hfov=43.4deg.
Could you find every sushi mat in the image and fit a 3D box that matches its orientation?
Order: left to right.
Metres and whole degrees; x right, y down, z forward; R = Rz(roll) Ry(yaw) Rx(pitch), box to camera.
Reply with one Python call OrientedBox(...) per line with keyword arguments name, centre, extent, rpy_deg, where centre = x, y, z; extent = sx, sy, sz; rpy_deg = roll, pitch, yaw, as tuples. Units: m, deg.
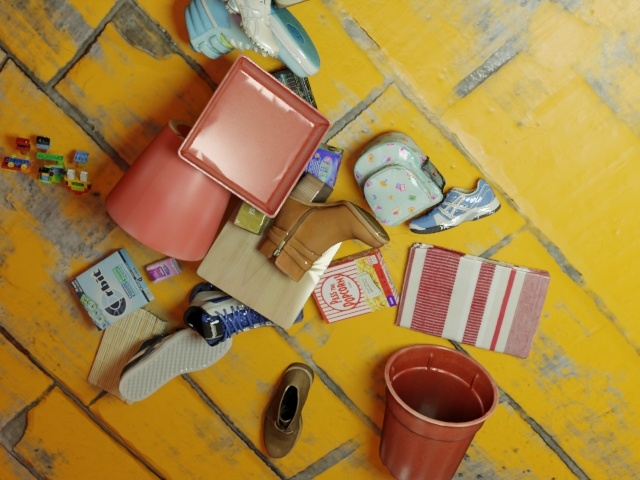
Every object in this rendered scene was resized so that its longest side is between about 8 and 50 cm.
OrientedBox(name="sushi mat", centre=(-0.534, 0.305, 2.214), extent=(0.151, 0.019, 0.317), rpy_deg=(27, 117, 3))

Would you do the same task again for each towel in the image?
OrientedBox(name="towel", centre=(0.358, 0.143, 1.914), extent=(0.328, 0.037, 0.237), rpy_deg=(13, 117, 10))

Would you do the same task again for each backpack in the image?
OrientedBox(name="backpack", centre=(0.165, -0.138, 1.781), extent=(0.165, 0.144, 0.188), rpy_deg=(-29, 101, 29))

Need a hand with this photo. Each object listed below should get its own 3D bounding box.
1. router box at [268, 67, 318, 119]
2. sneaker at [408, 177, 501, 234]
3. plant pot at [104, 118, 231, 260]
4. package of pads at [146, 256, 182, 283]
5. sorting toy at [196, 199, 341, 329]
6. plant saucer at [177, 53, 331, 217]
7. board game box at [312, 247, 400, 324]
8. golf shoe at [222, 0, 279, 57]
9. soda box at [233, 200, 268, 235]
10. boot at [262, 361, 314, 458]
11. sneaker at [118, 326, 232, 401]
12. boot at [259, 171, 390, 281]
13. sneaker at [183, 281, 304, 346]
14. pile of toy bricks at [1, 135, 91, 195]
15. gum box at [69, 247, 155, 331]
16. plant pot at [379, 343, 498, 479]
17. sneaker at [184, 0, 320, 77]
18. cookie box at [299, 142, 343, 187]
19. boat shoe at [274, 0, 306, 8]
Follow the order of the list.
OrientedBox(name="router box", centre=(-0.066, -0.327, 1.812), extent=(0.092, 0.038, 0.123), rpy_deg=(-13, 109, 18))
OrientedBox(name="sneaker", centre=(0.295, -0.074, 1.817), extent=(0.211, 0.080, 0.081), rpy_deg=(-21, 100, 11))
OrientedBox(name="plant pot", centre=(-0.320, -0.126, 1.852), extent=(0.275, 0.275, 0.243), rpy_deg=(34, 105, -2))
OrientedBox(name="package of pads", centre=(-0.402, 0.073, 2.073), extent=(0.083, 0.032, 0.050), rpy_deg=(-20, 104, 21))
OrientedBox(name="sorting toy", centre=(-0.115, 0.037, 1.910), extent=(0.255, 0.089, 0.257), rpy_deg=(31, 87, 4))
OrientedBox(name="plant saucer", centre=(-0.143, -0.223, 1.745), extent=(0.259, 0.047, 0.258), rpy_deg=(34, 83, -22))
OrientedBox(name="board game box", centre=(0.078, 0.111, 1.962), extent=(0.193, 0.045, 0.147), rpy_deg=(-18, 107, 20))
OrientedBox(name="golf shoe", centre=(-0.125, -0.456, 1.627), extent=(0.086, 0.069, 0.176), rpy_deg=(-35, 93, 16))
OrientedBox(name="soda box", centre=(-0.132, -0.105, 1.845), extent=(0.061, 0.058, 0.181), rpy_deg=(23, 87, 4))
OrientedBox(name="boot", centre=(-0.100, 0.473, 2.127), extent=(0.112, 0.115, 0.305), rpy_deg=(18, 117, 4))
OrientedBox(name="sneaker", centre=(-0.388, 0.295, 2.126), extent=(0.321, 0.127, 0.126), rpy_deg=(-27, 112, -3))
OrientedBox(name="boot", centre=(0.000, 0.000, 1.775), extent=(0.283, 0.109, 0.220), rpy_deg=(36, 96, 28))
OrientedBox(name="sneaker", centre=(-0.204, 0.192, 1.992), extent=(0.315, 0.182, 0.128), rpy_deg=(-1, 114, 14))
OrientedBox(name="pile of toy bricks", centre=(-0.672, -0.177, 2.006), extent=(0.212, 0.118, 0.105), rpy_deg=(9, 144, -8))
OrientedBox(name="gum box", centre=(-0.549, 0.131, 2.116), extent=(0.184, 0.041, 0.157), rpy_deg=(-30, 92, 23))
OrientedBox(name="plant pot", centre=(0.265, 0.440, 1.953), extent=(0.272, 0.272, 0.265), rpy_deg=(15, 123, 7))
OrientedBox(name="sneaker", centre=(-0.161, -0.434, 1.744), extent=(0.208, 0.127, 0.319), rpy_deg=(-42, 89, 23))
OrientedBox(name="cookie box", centre=(-0.010, -0.179, 1.861), extent=(0.107, 0.040, 0.092), rpy_deg=(17, 116, 6))
OrientedBox(name="boat shoe", centre=(0.037, -0.563, 1.638), extent=(0.302, 0.109, 0.098), rpy_deg=(-14, 108, 14))
